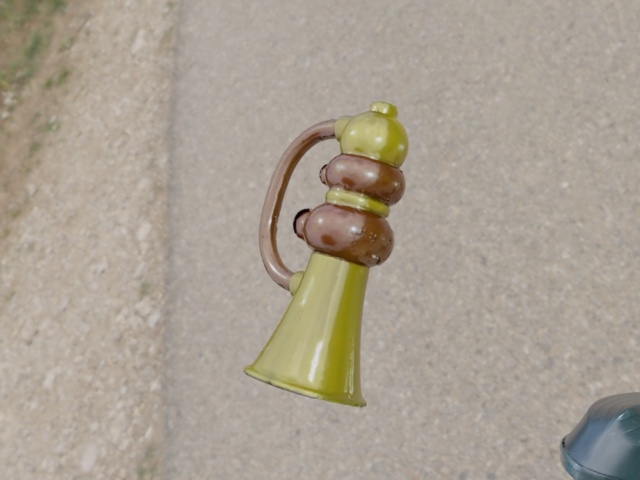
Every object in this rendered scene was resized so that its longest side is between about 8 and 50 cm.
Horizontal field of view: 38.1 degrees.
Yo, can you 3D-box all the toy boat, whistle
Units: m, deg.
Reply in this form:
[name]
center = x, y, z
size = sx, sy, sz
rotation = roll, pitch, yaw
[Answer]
[toy boat]
center = 0.321, 0.209, 0.909
size = 0.114, 0.296, 0.122
rotation = 25, 104, 41
[whistle]
center = 0.004, 0.003, 0.342
size = 0.057, 0.046, 0.109
rotation = 168, 117, -70
